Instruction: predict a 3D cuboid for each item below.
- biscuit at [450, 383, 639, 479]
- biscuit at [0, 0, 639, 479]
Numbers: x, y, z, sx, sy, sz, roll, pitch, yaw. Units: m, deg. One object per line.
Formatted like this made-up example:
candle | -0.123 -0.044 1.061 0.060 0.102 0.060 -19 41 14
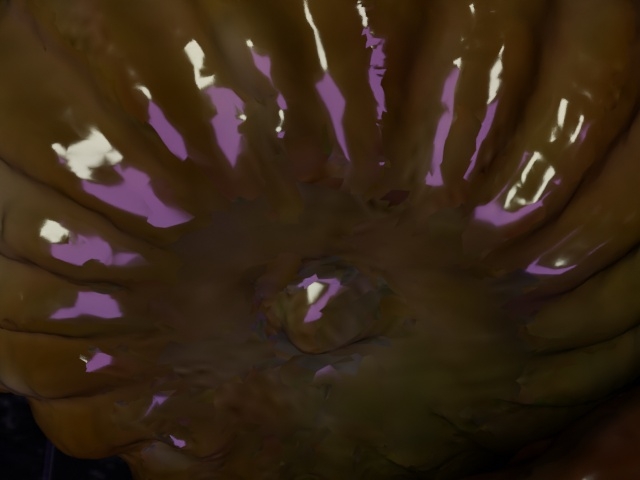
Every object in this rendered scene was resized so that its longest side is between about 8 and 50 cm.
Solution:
biscuit | 0.159 0.151 0.745 0.395 0.166 0.342 -32 163 18
biscuit | 0.000 0.000 0.717 0.325 0.107 0.326 -1 132 -1
